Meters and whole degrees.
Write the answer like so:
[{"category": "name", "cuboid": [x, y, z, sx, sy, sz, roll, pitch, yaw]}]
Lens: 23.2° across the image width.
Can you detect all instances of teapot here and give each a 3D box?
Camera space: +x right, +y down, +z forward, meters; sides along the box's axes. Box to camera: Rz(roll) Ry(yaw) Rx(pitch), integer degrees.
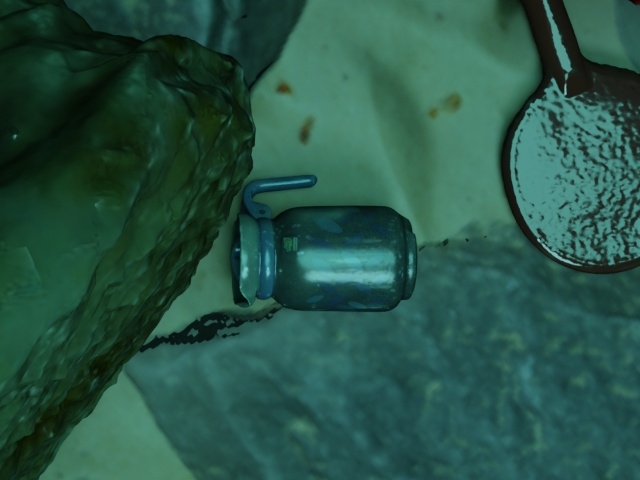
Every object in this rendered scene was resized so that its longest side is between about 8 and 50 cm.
[{"category": "teapot", "cuboid": [0.001, 0.001, 0.712, 0.083, 0.049, 0.064, 1, 88, -9]}]

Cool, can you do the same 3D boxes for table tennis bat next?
[{"category": "table tennis bat", "cuboid": [0.126, -0.059, 0.750, 0.098, 0.019, 0.155, -21, 94, -8]}]

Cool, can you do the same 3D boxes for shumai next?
[{"category": "shumai", "cuboid": [-0.201, -0.006, 0.571, 0.263, 0.304, 0.309, 38, 81, 5]}]

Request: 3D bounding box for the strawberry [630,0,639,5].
[{"category": "strawberry", "cuboid": [0.150, -0.214, 0.648, 0.276, 0.257, 0.257, -9, 90, 1]}]
